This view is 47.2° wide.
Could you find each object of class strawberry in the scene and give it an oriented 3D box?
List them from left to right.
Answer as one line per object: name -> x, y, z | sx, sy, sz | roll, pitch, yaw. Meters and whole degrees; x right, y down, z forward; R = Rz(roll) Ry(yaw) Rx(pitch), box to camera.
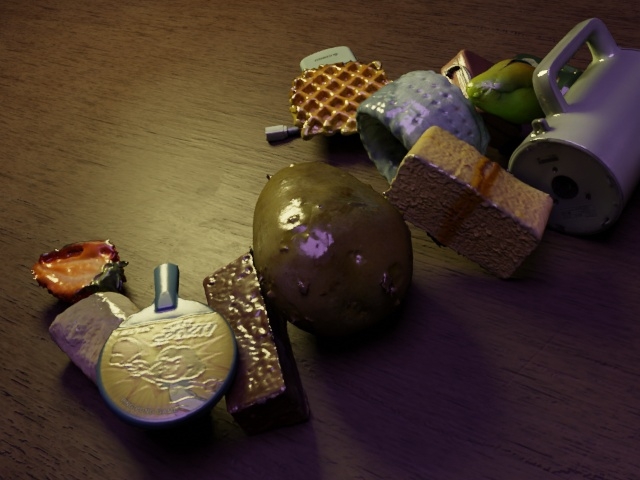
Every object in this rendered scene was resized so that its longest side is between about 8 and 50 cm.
strawberry -> -0.449, 0.070, 1.398 | 0.192, 0.085, 0.140 | -22, 52, 0

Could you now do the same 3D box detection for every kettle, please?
kettle -> 0.477, -0.203, 1.312 | 0.265, 0.205, 0.318 | 39, 61, 9

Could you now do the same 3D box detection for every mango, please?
mango -> 0.355, -0.278, 1.361 | 0.232, 0.111, 0.125 | -2, 32, -38

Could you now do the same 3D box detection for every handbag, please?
handbag -> 0.322, -0.292, 1.484 | 0.072, 0.151, 0.193 | -37, 47, 39

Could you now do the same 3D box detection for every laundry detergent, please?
laundry detergent -> 0.491, -0.324, 1.538 | 0.221, 0.078, 0.144 | 22, 58, 34

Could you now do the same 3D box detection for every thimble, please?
thimble -> 0.196, -0.199, 1.402 | 0.172, 0.205, 0.250 | -33, 67, -15

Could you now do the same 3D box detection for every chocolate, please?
chocolate -> -0.116, 0.162, 1.210 | 0.112, 0.112, 0.321 | -24, 45, 5

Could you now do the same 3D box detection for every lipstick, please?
lipstick -> -0.071, -0.247, 1.654 | 0.107, 0.025, 0.025 | -8, 44, 0

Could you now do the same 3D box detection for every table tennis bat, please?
table tennis bat -> -0.240, 0.156, 1.152 | 0.215, 0.044, 0.329 | -10, 41, -4

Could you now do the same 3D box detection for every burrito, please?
burrito -> -0.329, 0.190, 1.233 | 0.143, 0.105, 0.299 | -42, 52, -20

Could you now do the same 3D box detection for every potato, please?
potato -> 0.017, -0.004, 1.247 | 0.269, 0.219, 0.359 | 0, 36, -13

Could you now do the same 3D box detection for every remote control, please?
remote control -> 0.046, -0.363, 1.717 | 0.140, 0.056, 0.296 | -17, 45, -3

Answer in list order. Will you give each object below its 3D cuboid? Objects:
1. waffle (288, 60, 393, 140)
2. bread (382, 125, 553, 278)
waffle -> 0.048, -0.309, 1.597 | 0.237, 0.059, 0.243 | -11, 50, 1
bread -> 0.251, -0.070, 1.234 | 0.266, 0.142, 0.178 | 31, 81, 7
